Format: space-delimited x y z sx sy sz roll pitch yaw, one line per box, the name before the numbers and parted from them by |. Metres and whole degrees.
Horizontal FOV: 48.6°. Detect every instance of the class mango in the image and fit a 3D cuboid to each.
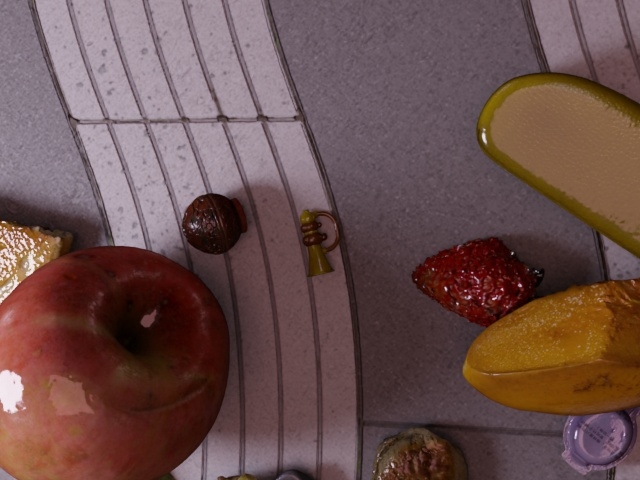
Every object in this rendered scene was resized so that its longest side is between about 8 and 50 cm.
mango | 0.377 0.159 1.005 0.350 0.201 0.199 -17 102 8

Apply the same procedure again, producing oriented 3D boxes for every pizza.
pizza | -0.566 0.028 1.206 0.289 0.081 0.229 -38 95 10

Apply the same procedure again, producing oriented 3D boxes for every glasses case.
glasses case | 0.405 -0.114 1.011 0.371 0.141 0.173 35 108 6

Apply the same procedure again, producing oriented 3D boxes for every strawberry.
strawberry | 0.246 0.065 1.083 0.192 0.085 0.140 34 102 6

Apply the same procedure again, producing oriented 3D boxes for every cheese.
cheese | 0.448 0.276 1.090 0.105 0.042 0.191 41 94 5

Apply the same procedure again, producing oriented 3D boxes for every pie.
pie | 0.158 0.393 1.132 0.163 0.079 0.194 0 96 5

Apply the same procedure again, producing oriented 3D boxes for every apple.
apple | -0.325 0.198 1.054 0.363 0.364 0.364 1 96 9

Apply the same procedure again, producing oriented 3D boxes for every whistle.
whistle | -0.001 0.002 1.137 0.057 0.046 0.109 -9 88 24

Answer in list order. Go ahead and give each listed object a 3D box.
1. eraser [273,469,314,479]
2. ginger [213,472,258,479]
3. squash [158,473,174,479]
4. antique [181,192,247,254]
eraser | 0.037 0.524 1.170 0.089 0.061 0.352 -39 88 11
ginger | -0.177 0.440 1.183 0.115 0.081 0.205 49 118 25
squash | -0.377 0.428 1.247 0.260 0.189 0.189 27 101 -31
antique | -0.172 -0.026 1.131 0.104 0.104 0.104 1 96 9
